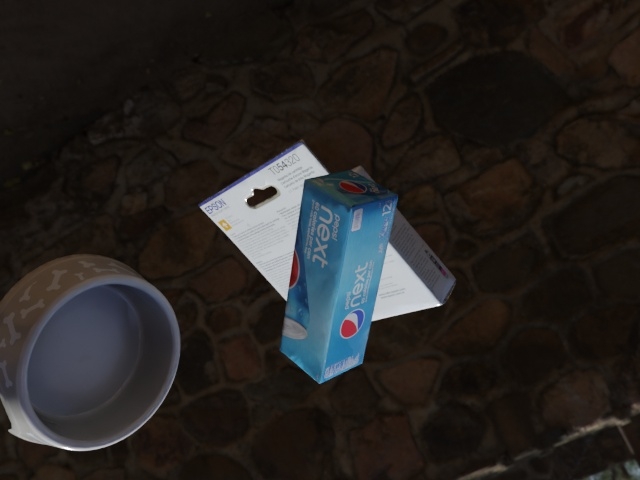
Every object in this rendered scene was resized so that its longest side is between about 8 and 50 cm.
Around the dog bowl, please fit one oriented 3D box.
[{"bbox_3d":[-0.397,0.201,1.177,0.102,0.348,0.349,10,-173,41],"label":"dog bowl"}]

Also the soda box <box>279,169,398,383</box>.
[{"bbox_3d":[0.015,0.039,0.701,0.067,0.071,0.210,-16,126,-40],"label":"soda box"}]

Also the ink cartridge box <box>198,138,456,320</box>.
[{"bbox_3d":[0.000,0.000,1.101,0.324,0.330,0.071,-21,-156,50],"label":"ink cartridge box"}]
